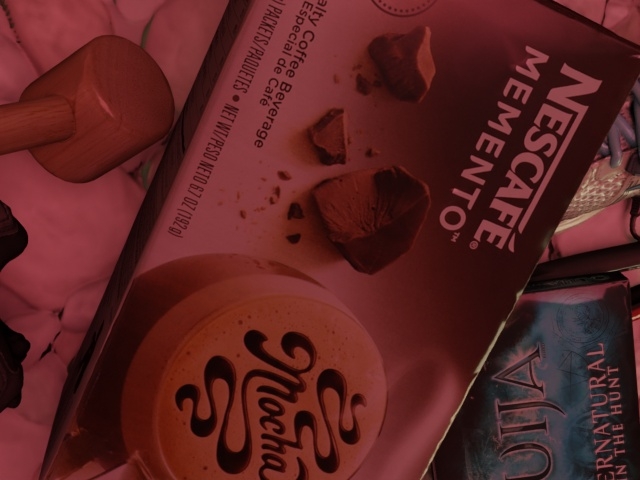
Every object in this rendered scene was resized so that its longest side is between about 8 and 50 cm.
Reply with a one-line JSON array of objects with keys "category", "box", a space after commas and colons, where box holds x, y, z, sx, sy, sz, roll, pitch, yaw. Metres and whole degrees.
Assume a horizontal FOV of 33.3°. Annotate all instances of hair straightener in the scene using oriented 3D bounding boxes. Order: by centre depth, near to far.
[{"category": "hair straightener", "box": [0.230, -0.008, 0.676, 0.230, 0.047, 0.089, -18, 98, -11]}]

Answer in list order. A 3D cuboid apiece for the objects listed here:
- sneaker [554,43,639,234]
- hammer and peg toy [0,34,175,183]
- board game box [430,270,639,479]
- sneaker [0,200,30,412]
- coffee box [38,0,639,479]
[{"category": "sneaker", "box": [0.187, -0.079, 0.608, 0.283, 0.122, 0.110, -15, 81, -12]}, {"category": "hammer and peg toy", "box": [-0.180, -0.177, 0.425, 0.127, 0.266, 0.361, -25, 103, 26]}, {"category": "board game box", "box": [0.125, 0.117, 0.636, 0.126, 0.026, 0.186, -8, 101, 1]}, {"category": "sneaker", "box": [-0.210, 0.088, 0.509, 0.135, 0.097, 0.276, 0, 113, -48]}, {"category": "coffee box", "box": [0.000, 0.000, 0.517, 0.168, 0.119, 0.297, 23, 105, -14]}]
